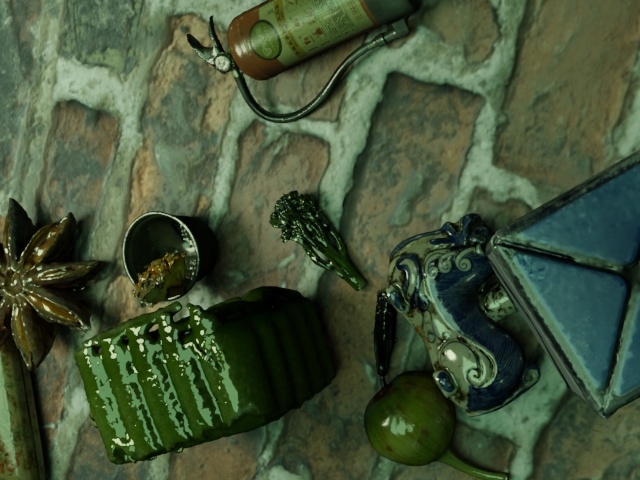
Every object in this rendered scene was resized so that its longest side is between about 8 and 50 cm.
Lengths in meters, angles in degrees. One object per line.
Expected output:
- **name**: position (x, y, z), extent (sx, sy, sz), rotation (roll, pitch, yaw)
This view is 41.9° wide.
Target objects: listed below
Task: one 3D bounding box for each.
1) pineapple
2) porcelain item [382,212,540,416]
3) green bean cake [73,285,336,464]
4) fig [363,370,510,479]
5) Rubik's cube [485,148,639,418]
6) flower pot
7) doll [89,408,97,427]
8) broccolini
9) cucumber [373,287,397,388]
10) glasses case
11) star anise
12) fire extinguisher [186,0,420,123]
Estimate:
- **pineapple**: position (-0.268, 0.079, 1.374), extent (0.114, 0.114, 0.077), rotation (-28, 105, 28)
- **porcelain item**: position (0.221, 0.111, 1.256), extent (0.186, 0.138, 0.288), rotation (-30, 79, 8)
- **green bean cake**: position (-0.180, 0.203, 1.343), extent (0.335, 0.319, 0.218), rotation (-19, 86, 22)
- **fig**: position (0.187, 0.314, 1.313), extent (0.245, 0.149, 0.149), rotation (40, 112, -6)
- **Rubik's cube**: position (0.379, 0.049, 1.068), extent (0.259, 0.255, 0.260), rotation (-28, 82, 8)
- **flower pot**: position (-0.255, 0.021, 1.465), extent (0.158, 0.107, 0.157), rotation (3, 98, 21)
- **doll**: position (-0.377, 0.301, 1.573), extent (0.089, 0.102, 0.179), rotation (36, 115, -26)
- **broccolini**: position (-0.001, 0.001, 1.368), extent (0.203, 0.068, 0.091), rotation (44, 93, 13)
- **cucumber**: position (0.106, 0.158, 1.357), extent (0.039, 0.043, 0.163), rotation (-2, 102, -17)
- **glasses case**: position (-0.658, 0.341, 1.696), extent (0.157, 0.098, 0.425), rotation (-7, 93, 17)
- **star anise**: position (-0.556, 0.081, 1.594), extent (0.332, 0.117, 0.331), rotation (-1, 83, 12)
- **fire extinguisher**: position (-0.024, -0.308, 1.309), extent (0.376, 0.113, 0.200), rotation (-18, 90, 25)
